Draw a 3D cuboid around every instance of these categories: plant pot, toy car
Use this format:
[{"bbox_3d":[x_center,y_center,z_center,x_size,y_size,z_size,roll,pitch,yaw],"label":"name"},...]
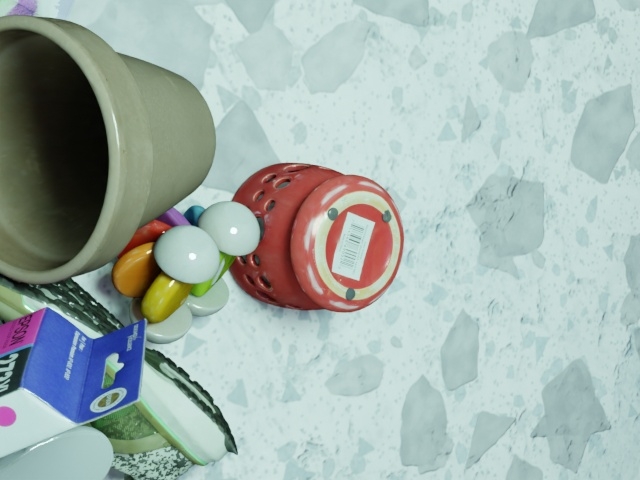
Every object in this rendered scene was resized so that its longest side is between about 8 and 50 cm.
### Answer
[{"bbox_3d":[0.000,0.000,1.309,0.191,0.174,0.191,-6,100,-37],"label":"plant pot"},{"bbox_3d":[-0.236,-0.105,1.096,0.229,0.263,0.263,-19,108,-57],"label":"plant pot"},{"bbox_3d":[-0.170,0.019,1.216,0.182,0.136,0.159,-36,160,-51],"label":"toy car"}]

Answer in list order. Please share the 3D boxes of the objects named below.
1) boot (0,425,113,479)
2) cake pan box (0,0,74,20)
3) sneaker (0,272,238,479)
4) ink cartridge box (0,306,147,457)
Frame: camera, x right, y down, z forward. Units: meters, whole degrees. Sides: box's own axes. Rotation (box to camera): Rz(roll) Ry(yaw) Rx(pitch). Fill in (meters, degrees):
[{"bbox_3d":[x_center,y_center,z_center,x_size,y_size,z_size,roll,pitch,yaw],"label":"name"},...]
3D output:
[{"bbox_3d":[-0.357,0.263,1.109,0.258,0.123,0.095,-28,116,-24],"label":"boot"},{"bbox_3d":[-0.347,-0.362,1.083,0.245,0.070,0.267,28,79,-37],"label":"cake pan box"},{"bbox_3d":[-0.278,0.170,1.159,0.182,0.158,0.410,-47,116,-3],"label":"sneaker"},{"bbox_3d":[-0.346,0.158,0.976,0.371,0.176,0.069,-20,111,1],"label":"ink cartridge box"}]
